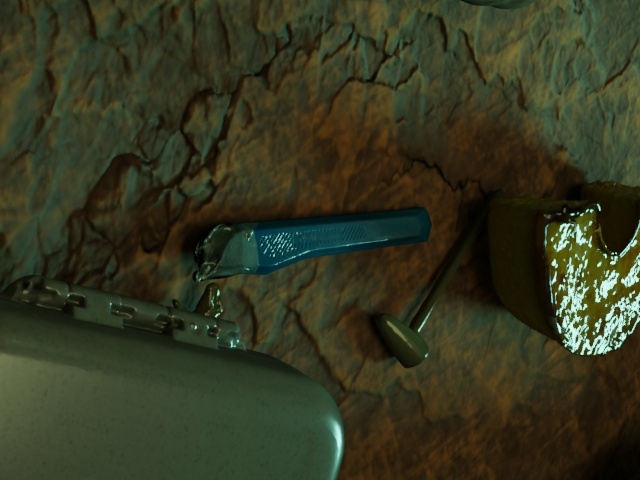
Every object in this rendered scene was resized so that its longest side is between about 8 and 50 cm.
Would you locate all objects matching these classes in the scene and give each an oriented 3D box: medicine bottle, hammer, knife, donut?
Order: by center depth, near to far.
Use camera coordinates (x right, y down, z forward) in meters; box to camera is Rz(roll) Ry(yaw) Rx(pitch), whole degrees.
[{"bbox_3d":[-0.159,0.177,1.203,0.375,0.123,0.282,16,98,-43],"label":"medicine bottle"},{"bbox_3d":[-0.002,0.000,1.441,0.296,0.026,0.044,-6,87,-50],"label":"knife"},{"bbox_3d":[0.108,0.020,1.570,0.060,0.028,0.195,52,57,-31],"label":"hammer"},{"bbox_3d":[0.240,0.027,1.643,0.259,0.101,0.152,-7,107,-52],"label":"donut"}]

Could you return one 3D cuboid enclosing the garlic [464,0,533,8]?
[{"bbox_3d":[0.130,-0.267,1.481,0.159,0.102,0.147,53,45,-52],"label":"garlic"}]

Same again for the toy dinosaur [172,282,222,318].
[{"bbox_3d":[-0.110,0.123,1.341,0.126,0.039,0.162,-30,119,-42],"label":"toy dinosaur"}]

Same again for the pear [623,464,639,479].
[{"bbox_3d":[0.405,0.340,1.772,0.283,0.283,0.283,-11,105,-46],"label":"pear"}]
